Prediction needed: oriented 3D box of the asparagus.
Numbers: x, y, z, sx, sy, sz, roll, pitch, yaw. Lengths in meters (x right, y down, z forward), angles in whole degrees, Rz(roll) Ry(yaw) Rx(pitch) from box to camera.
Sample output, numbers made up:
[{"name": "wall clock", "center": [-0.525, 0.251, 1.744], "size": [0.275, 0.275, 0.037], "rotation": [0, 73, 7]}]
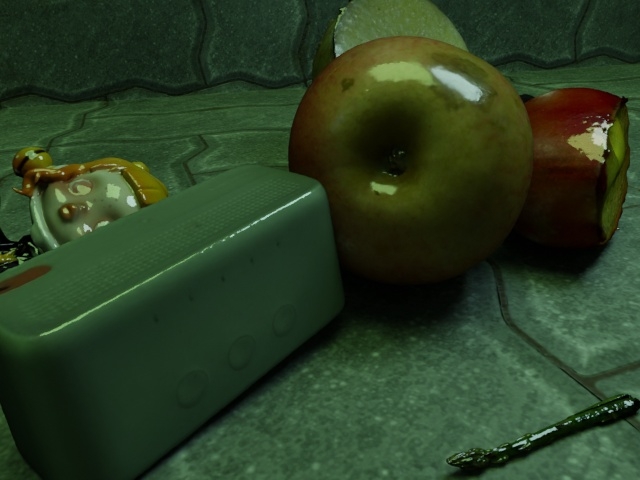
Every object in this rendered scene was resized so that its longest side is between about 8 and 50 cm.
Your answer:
[{"name": "asparagus", "center": [0.225, 0.190, 0.546], "size": [0.233, 0.022, 0.023], "rotation": [-10, 69, -20]}]

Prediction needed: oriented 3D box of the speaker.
[{"name": "speaker", "center": [-0.153, 0.066, 0.625], "size": [0.183, 0.184, 0.406], "rotation": [19, 37, 36]}]

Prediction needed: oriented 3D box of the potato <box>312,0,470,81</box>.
[{"name": "potato", "center": [0.138, -0.388, 1.435], "size": [0.319, 0.386, 0.441], "rotation": [-34, 28, 60]}]

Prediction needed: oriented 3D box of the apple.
[{"name": "apple", "center": [0.127, -0.109, 0.796], "size": [0.365, 0.363, 0.364], "rotation": [-2, 24, 1]}]

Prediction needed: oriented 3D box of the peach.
[{"name": "peach", "center": [0.423, -0.117, 0.923], "size": [0.281, 0.280, 0.338], "rotation": [-4, 19, -1]}]

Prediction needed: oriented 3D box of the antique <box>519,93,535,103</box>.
[{"name": "antique", "center": [0.436, -0.221, 1.262], "size": [0.323, 0.185, 0.255], "rotation": [-1, 25, 16]}]

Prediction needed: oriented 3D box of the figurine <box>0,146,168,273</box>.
[{"name": "figurine", "center": [-0.359, -0.005, 0.848], "size": [0.323, 0.196, 0.320], "rotation": [-25, 74, -26]}]

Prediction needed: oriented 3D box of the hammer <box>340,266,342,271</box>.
[{"name": "hammer", "center": [0.000, 0.000, 0.988], "size": [0.137, 0.037, 0.289], "rotation": [-8, 23, -6]}]
